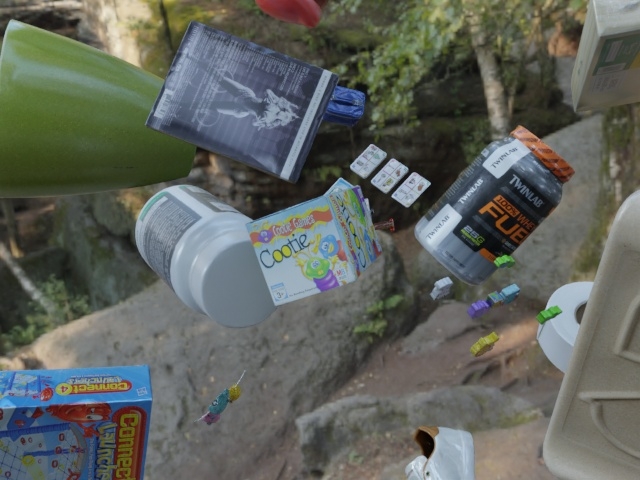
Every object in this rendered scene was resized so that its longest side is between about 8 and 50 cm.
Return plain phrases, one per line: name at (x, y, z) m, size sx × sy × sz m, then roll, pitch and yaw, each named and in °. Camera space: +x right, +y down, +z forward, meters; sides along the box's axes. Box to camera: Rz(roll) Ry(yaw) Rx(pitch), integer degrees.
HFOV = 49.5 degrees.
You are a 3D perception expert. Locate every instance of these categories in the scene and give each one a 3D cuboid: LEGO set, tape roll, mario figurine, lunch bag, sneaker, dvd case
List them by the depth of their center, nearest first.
dvd case at (-0.106, -0.191, 0.954) m, size 0.221 × 0.164 × 0.018 m, roll 21°, pitch -8°, yaw 4°
sneaker at (0.199, 0.445, 1.175) m, size 0.123 × 0.105 × 0.290 m, roll 16°, pitch 37°, yaw -8°
mario figurine at (0.014, -0.520, 1.232) m, size 0.321 × 0.198 × 0.170 m, roll -32°, pitch 36°, yaw 9°
lunch bag at (0.046, -0.297, 1.517) m, size 0.099 × 0.067 × 0.065 m, roll 10°, pitch -18°, yaw -9°
LEGO set at (0.104, -0.078, 1.560) m, size 0.182 × 0.060 × 0.244 m, roll 38°, pitch 80°, yaw 28°
tape roll at (0.703, 0.235, 1.756) m, size 0.287 × 0.100 × 0.286 m, roll 2°, pitch 41°, yaw -2°

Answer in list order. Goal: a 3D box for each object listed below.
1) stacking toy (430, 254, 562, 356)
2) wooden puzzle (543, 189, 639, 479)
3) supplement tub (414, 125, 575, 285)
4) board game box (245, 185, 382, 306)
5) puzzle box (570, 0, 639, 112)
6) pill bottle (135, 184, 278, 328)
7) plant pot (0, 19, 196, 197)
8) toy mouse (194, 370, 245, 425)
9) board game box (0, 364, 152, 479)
stacking toy at (0.356, 0.128, 1.419) m, size 0.221 × 0.052 × 0.167 m, roll -19°, pitch 55°, yaw -23°
wooden puzzle at (0.393, 0.135, 0.615) m, size 0.322 × 0.347 × 0.080 m, roll 19°, pitch 38°, yaw 23°
supplement tub at (0.391, -0.079, 1.564) m, size 0.338 × 0.207 × 0.207 m, roll -50°, pitch 3°, yaw 14°
board game box at (0.000, 0.000, 1.197) m, size 0.145 × 0.142 × 0.275 m, roll -19°, pitch 3°, yaw 16°
puzzle box at (0.453, -0.237, 0.827) m, size 0.272 × 0.052 × 0.409 m, roll -7°, pitch -2°, yaw 16°
pill bottle at (-0.219, 0.026, 1.362) m, size 0.204 × 0.204 × 0.361 m, roll -13°, pitch 23°, yaw -26°
plant pot at (-0.355, -0.186, 1.126) m, size 0.294 × 0.274 × 0.275 m, roll 7°, pitch 7°, yaw -20°
toy mouse at (-0.237, 0.390, 1.606) m, size 0.031 × 0.161 × 0.143 m, roll 41°, pitch 33°, yaw 10°
board game box at (-0.472, 0.368, 1.257) m, size 0.302 × 0.308 × 0.086 m, roll 1°, pitch 36°, yaw -19°
